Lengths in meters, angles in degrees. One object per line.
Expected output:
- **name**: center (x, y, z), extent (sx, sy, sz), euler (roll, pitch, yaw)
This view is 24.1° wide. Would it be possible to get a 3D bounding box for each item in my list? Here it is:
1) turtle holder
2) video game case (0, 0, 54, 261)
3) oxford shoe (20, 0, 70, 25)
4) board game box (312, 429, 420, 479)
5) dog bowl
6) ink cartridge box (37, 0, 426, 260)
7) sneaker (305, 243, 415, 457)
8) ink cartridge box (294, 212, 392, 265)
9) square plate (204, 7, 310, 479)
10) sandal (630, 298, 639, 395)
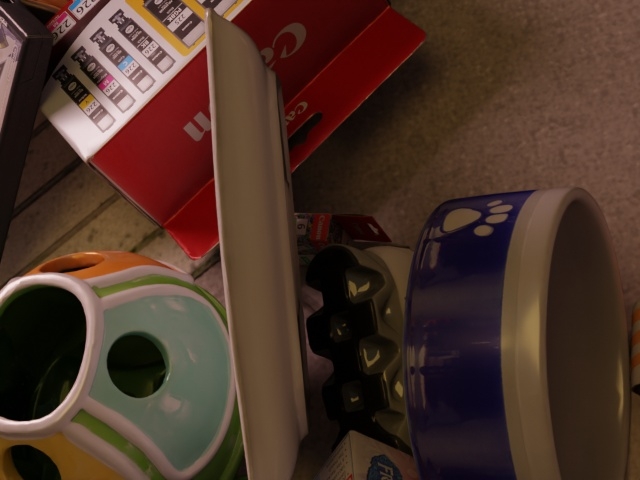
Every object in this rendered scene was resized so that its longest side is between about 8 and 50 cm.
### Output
- **turtle holder**: center (-0.203, 0.158, 1.267), extent (0.243, 0.227, 0.320), euler (26, 79, 29)
- **video game case**: center (-0.359, -0.139, 1.465), extent (0.248, 0.035, 0.275), euler (45, 128, 37)
- **oxford shoe**: center (-0.321, -0.258, 1.524), extent (0.212, 0.076, 0.076), euler (21, 69, 27)
- **board game box**: center (-0.023, 0.349, 1.039), extent (0.319, 0.066, 0.318), euler (-56, 20, 26)
- **dog bowl**: center (0.154, 0.094, 1.125), extent (0.104, 0.265, 0.265), euler (-3, 67, 24)
- **ink cartridge box**: center (-0.101, -0.178, 1.397), extent (0.309, 0.130, 0.272), euler (-45, 47, -1)
- **sneaker**: center (0.085, 0.164, 1.209), extent (0.122, 0.146, 0.331), euler (-10, 82, 53)
- **ink cartridge box**: center (0.000, 0.000, 1.345), extent (0.115, 0.063, 0.029), euler (1, 68, 23)
- **square plate**: center (-0.043, 0.007, 1.151), extent (0.049, 0.347, 0.344), euler (-6, 93, 0)
- **sandal**: center (0.291, 0.057, 1.187), extent (0.076, 0.102, 0.265), euler (10, 64, 27)
